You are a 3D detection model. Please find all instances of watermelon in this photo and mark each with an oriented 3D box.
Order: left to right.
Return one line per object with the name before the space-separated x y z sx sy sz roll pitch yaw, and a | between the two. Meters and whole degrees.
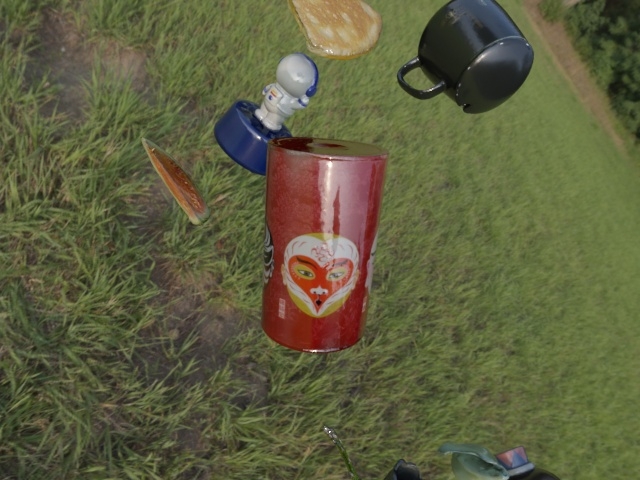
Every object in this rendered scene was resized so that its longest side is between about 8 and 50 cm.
watermelon | -0.334 -0.134 0.982 0.063 0.119 0.245 -32 89 -8

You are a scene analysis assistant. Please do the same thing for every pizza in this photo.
pizza | 0.004 -0.483 0.872 0.262 0.034 0.181 41 72 -9

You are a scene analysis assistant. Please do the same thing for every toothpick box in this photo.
toothpick box | 0.000 0.000 0.733 0.204 0.204 0.333 -25 126 -53

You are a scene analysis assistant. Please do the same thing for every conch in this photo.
conch | 0.236 0.344 0.655 0.065 0.180 0.088 -38 72 -17

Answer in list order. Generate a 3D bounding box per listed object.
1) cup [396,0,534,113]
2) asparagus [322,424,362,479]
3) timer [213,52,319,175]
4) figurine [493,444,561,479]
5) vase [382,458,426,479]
cup | 0.259 -0.326 0.771 0.176 0.223 0.169 67 9 31
asparagus | 0.054 0.449 0.843 0.022 0.023 0.233 -113 179 -67
timer | -0.144 -0.431 1.368 0.270 0.383 0.270 32 29 -21
figurine | 0.447 0.545 0.816 0.275 0.158 0.161 51 1 13
vase | 0.161 0.666 1.073 0.115 0.237 0.115 25 34 -19
